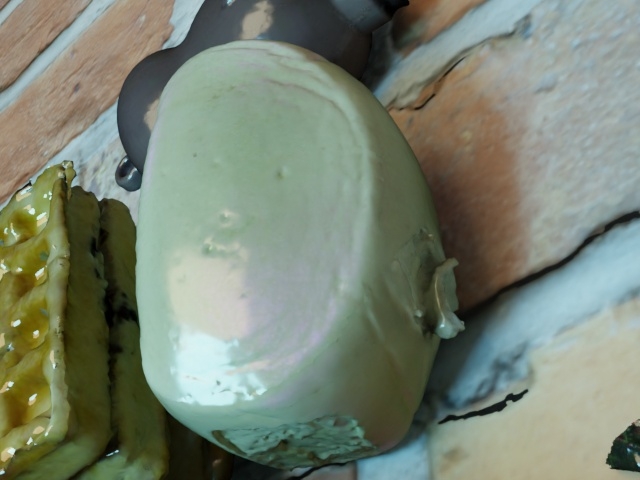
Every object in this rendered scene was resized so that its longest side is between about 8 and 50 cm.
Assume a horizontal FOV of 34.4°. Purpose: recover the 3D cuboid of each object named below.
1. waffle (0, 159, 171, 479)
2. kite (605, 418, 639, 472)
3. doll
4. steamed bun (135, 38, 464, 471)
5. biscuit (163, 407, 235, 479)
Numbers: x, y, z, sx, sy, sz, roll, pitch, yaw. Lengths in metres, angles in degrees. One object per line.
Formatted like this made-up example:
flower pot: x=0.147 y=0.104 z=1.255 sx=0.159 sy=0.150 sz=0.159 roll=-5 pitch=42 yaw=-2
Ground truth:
waffle: x=-0.230 y=0.116 z=0.639 sx=0.308 sy=0.091 sz=0.213 roll=-34 pitch=42 yaw=21
kite: x=0.207 y=0.029 z=0.415 sx=0.232 sy=0.009 sz=0.189 roll=-48 pitch=36 yaw=16
doll: x=-0.055 y=-0.121 z=0.753 sx=0.257 sy=0.117 sz=0.182 roll=-45 pitch=36 yaw=20
steamed bun: x=0.000 y=0.000 z=0.570 sx=0.152 sy=0.170 sz=0.239 roll=-13 pitch=56 yaw=22
biscuit: x=-0.143 y=0.126 z=0.698 sx=0.296 sy=0.075 sz=0.296 roll=-34 pitch=46 yaw=46
